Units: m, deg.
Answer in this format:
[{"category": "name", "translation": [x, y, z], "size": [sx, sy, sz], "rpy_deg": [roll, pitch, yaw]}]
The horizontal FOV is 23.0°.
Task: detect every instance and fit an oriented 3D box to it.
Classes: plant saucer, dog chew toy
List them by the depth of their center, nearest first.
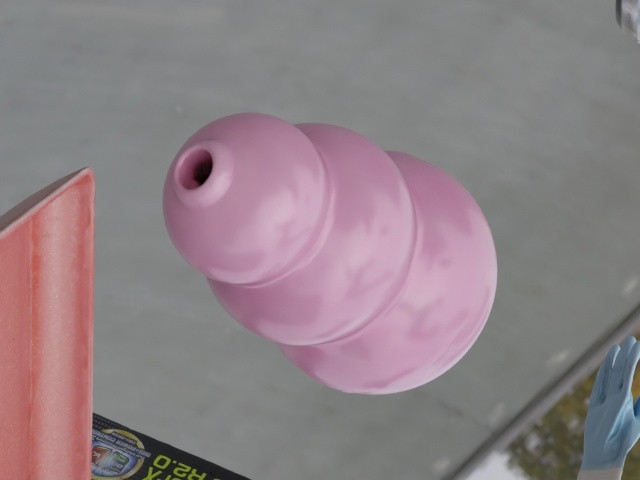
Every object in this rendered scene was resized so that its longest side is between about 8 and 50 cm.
[{"category": "plant saucer", "translation": [-0.193, 0.111, 0.877], "size": [0.259, 0.048, 0.258], "rpy_deg": [-53, 149, -67]}, {"category": "dog chew toy", "translation": [0.000, 0.000, 1.251], "size": [0.206, 0.206, 0.332], "rpy_deg": [-47, 141, 10]}]

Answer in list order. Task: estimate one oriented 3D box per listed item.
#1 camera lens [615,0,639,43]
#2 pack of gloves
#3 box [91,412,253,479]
[{"category": "camera lens", "translation": [0.393, -0.272, 1.367], "size": [0.219, 0.274, 0.219], "rpy_deg": [7, 90, -77]}, {"category": "pack of gloves", "translation": [0.312, 0.192, 1.482], "size": [0.195, 0.046, 0.232], "rpy_deg": [151, -45, -65]}, {"category": "box", "translation": [-0.114, 0.242, 1.158], "size": [0.060, 0.270, 0.216], "rpy_deg": [-52, 156, -44]}]
